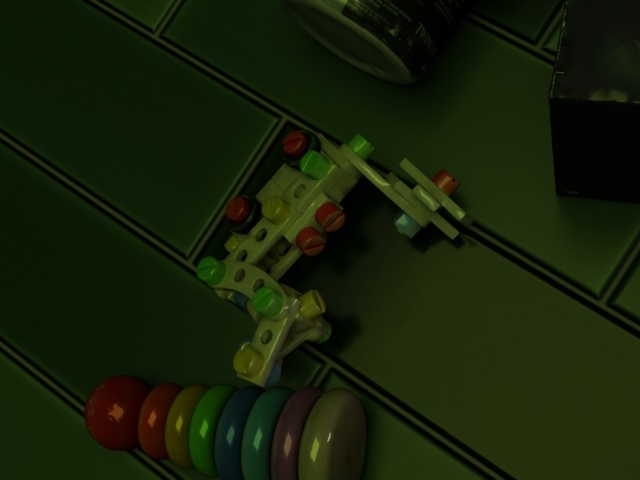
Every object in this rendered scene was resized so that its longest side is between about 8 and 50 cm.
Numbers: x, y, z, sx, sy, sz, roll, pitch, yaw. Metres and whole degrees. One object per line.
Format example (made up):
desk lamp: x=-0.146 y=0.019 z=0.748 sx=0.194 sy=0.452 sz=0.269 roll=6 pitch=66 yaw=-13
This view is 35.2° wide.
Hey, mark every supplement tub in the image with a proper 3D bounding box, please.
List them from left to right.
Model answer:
supplement tub: x=0.115 y=-0.368 z=1.158 sx=0.207 sy=0.207 sz=0.338 roll=32 pitch=87 yaw=19

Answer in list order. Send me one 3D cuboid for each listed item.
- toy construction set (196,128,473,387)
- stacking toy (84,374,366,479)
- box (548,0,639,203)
toy construction set: x=0.000 y=0.000 z=1.140 sx=0.328 sy=0.151 sz=0.215 roll=-38 pitch=47 yaw=-3
stacking toy: x=-0.122 y=0.220 z=1.147 sx=0.330 sy=0.141 sz=0.141 roll=4 pitch=80 yaw=22
box: x=0.338 y=-0.222 z=0.996 sx=0.179 sy=0.343 sz=0.312 roll=8 pitch=81 yaw=16
